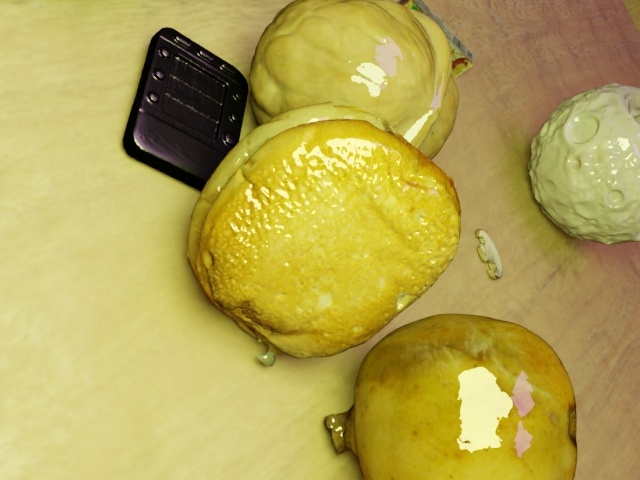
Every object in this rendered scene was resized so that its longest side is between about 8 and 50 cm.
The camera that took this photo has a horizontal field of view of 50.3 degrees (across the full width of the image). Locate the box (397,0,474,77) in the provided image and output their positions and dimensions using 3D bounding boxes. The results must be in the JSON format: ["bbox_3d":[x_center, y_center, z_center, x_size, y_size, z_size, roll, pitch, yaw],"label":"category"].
[{"bbox_3d":[0.233,-0.418,1.390,0.207,0.050,0.041,35,46,-28],"label":"box"}]

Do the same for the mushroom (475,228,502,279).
[{"bbox_3d":[0.315,0.025,1.280,0.049,0.019,0.101,0,69,-45],"label":"mushroom"}]

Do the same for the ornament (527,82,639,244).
[{"bbox_3d":[0.603,-0.149,1.428,0.337,0.337,0.337,21,57,-37],"label":"ornament"}]

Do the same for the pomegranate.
[{"bbox_3d":[0.174,0.227,0.837,0.307,0.307,0.308,21,57,-37],"label":"pomegranate"}]

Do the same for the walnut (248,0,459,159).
[{"bbox_3d":[0.047,-0.201,0.934,0.296,0.285,0.285,33,49,-52],"label":"walnut"}]

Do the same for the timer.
[{"bbox_3d":[-0.169,-0.164,0.873,0.144,0.055,0.188,26,58,-34],"label":"timer"}]

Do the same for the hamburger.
[{"bbox_3d":[0.000,0.000,0.798,0.290,0.314,0.170,42,10,-26],"label":"hamburger"}]
